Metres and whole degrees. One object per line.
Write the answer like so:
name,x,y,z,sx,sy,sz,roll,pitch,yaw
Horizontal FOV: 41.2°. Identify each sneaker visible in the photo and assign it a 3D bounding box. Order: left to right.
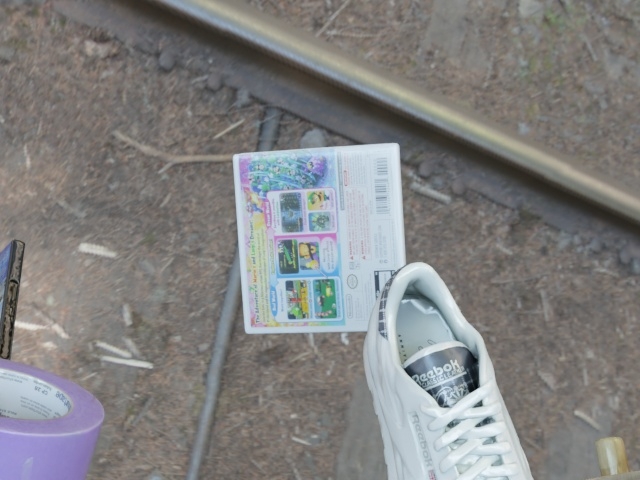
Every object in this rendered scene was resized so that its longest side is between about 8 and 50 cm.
sneaker,0.081,0.127,0.501,0.090,0.095,0.235,-15,62,-13

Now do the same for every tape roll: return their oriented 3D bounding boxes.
tape roll,-0.304,0.176,0.793,0.189,0.189,0.080,16,94,-25

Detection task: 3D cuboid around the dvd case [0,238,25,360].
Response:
dvd case,-0.473,0.144,1.194,0.022,0.180,0.253,22,49,-35

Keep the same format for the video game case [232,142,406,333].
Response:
video game case,0.000,0.000,0.725,0.143,0.019,0.157,-3,95,13

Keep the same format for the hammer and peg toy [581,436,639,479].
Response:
hammer and peg toy,0.470,0.298,1.085,0.361,0.266,0.127,10,64,-35
